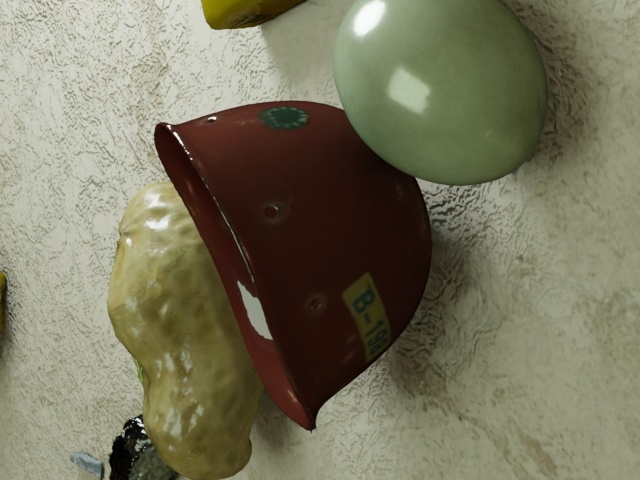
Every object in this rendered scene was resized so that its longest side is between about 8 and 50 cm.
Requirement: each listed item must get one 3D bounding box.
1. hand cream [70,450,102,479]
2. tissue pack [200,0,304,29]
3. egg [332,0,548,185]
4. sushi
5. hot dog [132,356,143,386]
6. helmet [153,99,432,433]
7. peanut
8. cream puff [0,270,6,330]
[{"bbox_3d":[-0.371,0.355,2.222,0.093,0.019,0.030,14,104,46],"label":"hand cream"},{"bbox_3d":[-0.075,-0.330,1.660,0.169,0.082,0.120,-16,83,54],"label":"tissue pack"},{"bbox_3d":[0.114,-0.153,1.329,0.253,0.186,0.187,54,135,42],"label":"egg"},{"bbox_3d":[-0.251,0.313,1.986,0.078,0.090,0.150,54,137,41],"label":"sushi"},{"bbox_3d":[-0.233,0.157,1.961,0.092,0.062,0.236,-53,54,39],"label":"hot dog"},{"bbox_3d":[0.000,0.000,1.469,0.337,0.230,0.385,54,168,43],"label":"helmet"},{"bbox_3d":[-0.167,0.110,1.753,0.169,0.192,0.387,-26,73,45],"label":"peanut"},{"bbox_3d":[-0.670,0.111,2.458,0.281,0.185,0.282,-1,87,24],"label":"cream puff"}]
